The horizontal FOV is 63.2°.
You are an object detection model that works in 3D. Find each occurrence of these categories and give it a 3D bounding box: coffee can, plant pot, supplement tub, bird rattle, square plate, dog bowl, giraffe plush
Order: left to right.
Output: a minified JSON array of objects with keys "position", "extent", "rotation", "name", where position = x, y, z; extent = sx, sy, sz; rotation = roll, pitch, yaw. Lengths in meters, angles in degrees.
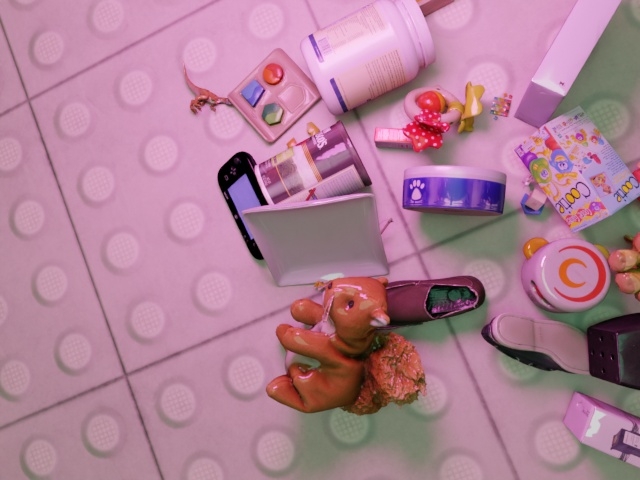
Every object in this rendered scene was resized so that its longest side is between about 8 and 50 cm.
[{"position":[-0.019,-0.188,1.483],"extent":[0.276,0.201,0.201],"rotation":[-27,82,8],"name":"coffee can"},{"position":[0.000,0.000,1.435],"extent":[0.344,0.347,0.049],"rotation":[-7,50,10],"name":"square plate"},{"position":[0.131,-0.520,1.456],"extent":[0.325,0.235,0.235],"rotation":[-24,83,8],"name":"supplement tub"},{"position":[0.320,-0.351,1.451],"extent":[0.254,0.143,0.207],"rotation":[-27,55,-15],"name":"bird rattle"},{"position":[0.351,-0.127,1.377],"extent":[0.265,0.265,0.104],"rotation":[4,90,11],"name":"dog bowl"},{"position":[0.779,0.283,1.294],"extent":[0.167,0.187,0.188],"rotation":[-2,87,-4],"name":"plant pot"},{"position":[0.837,0.050,1.325],"extent":[0.210,0.170,0.181],"rotation":[-24,93,13],"name":"giraffe plush"}]

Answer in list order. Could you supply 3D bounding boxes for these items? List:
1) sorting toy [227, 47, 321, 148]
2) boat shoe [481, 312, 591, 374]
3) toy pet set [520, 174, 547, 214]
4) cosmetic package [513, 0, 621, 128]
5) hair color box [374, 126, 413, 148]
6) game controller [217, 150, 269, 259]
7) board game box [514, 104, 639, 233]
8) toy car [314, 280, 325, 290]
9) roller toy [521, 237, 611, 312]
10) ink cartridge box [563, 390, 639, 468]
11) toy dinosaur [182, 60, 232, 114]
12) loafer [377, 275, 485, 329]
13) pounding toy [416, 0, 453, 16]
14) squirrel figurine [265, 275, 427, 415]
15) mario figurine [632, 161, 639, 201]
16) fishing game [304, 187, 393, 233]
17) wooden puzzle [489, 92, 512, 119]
[{"position":[-0.111,-0.412,1.587],"extent":[0.229,0.041,0.307],"rotation":[-42,83,3],"name":"sorting toy"},{"position":[0.583,0.282,1.385],"extent":[0.340,0.113,0.127],"rotation":[14,66,-14],"name":"boat shoe"},{"position":[0.610,-0.122,1.444],"extent":[0.122,0.065,0.114],"rotation":[32,58,8],"name":"toy pet set"},{"position":[0.650,-0.503,1.333],"extent":[0.098,0.284,0.377],"rotation":[30,92,11],"name":"cosmetic package"},{"position":[0.229,-0.295,1.508],"extent":[0.141,0.072,0.043],"rotation":[6,87,10],"name":"hair color box"},{"position":[-0.207,-0.103,1.562],"extent":[0.167,0.067,0.319],"rotation":[-31,80,31],"name":"game controller"},{"position":[0.669,-0.184,1.359],"extent":[0.144,0.142,0.275],"rotation":[-28,80,-20],"name":"board game box"},{"position":[-0.016,0.185,1.537],"extent":[0.041,0.060,0.122],"rotation":[27,100,-21],"name":"toy car"},{"position":[0.637,0.095,1.370],"extent":[0.210,0.146,0.191],"rotation":[11,81,3],"name":"roller toy"},{"position":[0.763,0.489,1.310],"extent":[0.237,0.172,0.100],"rotation":[22,91,11],"name":"ink cartridge box"},{"position":[-0.375,-0.461,1.646],"extent":[0.212,0.064,0.112],"rotation":[30,69,2],"name":"toy dinosaur"},{"position":[0.273,0.165,1.443],"extent":[0.366,0.130,0.133],"rotation":[-16,84,10],"name":"loafer"},{"position":[0.259,-0.747,1.517],"extent":[0.206,0.094,0.181],"rotation":[-25,83,8],"name":"pounding toy"},{"position":[0.096,0.274,1.372],"extent":[0.397,0.281,0.370],"rotation":[32,114,-6],"name":"squirrel figurine"},{"position":[0.936,-0.209,1.315],"extent":[0.320,0.170,0.198],"rotation":[-44,46,-2],"name":"mario figurine"},{"position":[0.056,-0.041,1.457],"extent":[0.264,0.041,0.189],"rotation":[23,125,-23],"name":"fishing game"},{"position":[0.517,-0.384,1.491],"extent":[0.049,0.006,0.083],"rotation":[15,90,11],"name":"wooden puzzle"}]
